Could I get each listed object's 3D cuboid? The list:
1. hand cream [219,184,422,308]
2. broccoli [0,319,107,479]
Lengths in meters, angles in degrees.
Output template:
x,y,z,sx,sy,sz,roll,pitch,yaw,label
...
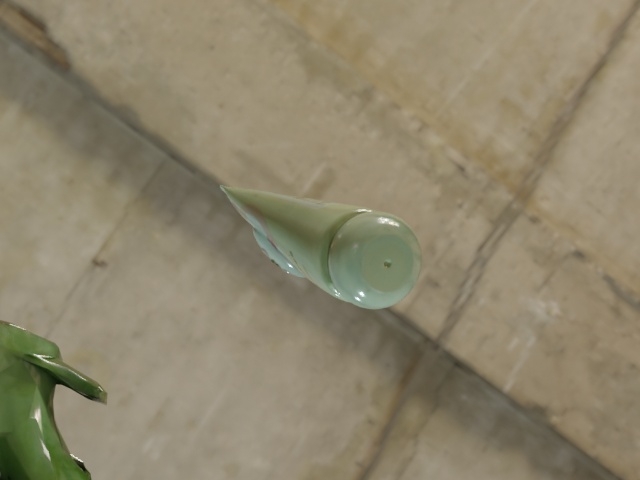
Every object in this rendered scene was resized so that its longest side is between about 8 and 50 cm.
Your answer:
x,y,z,sx,sy,sz,roll,pitch,yaw,label
0.000,0.000,1.389,0.093,0.147,0.306,-53,-156,-8,hand cream
-0.232,0.208,0.813,0.310,0.413,0.321,-72,170,-53,broccoli
